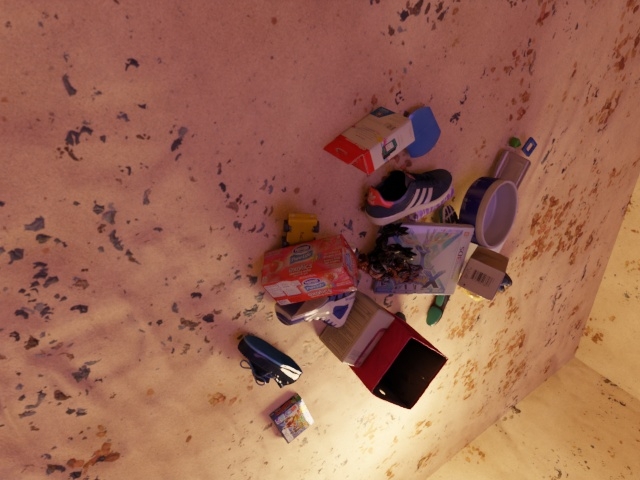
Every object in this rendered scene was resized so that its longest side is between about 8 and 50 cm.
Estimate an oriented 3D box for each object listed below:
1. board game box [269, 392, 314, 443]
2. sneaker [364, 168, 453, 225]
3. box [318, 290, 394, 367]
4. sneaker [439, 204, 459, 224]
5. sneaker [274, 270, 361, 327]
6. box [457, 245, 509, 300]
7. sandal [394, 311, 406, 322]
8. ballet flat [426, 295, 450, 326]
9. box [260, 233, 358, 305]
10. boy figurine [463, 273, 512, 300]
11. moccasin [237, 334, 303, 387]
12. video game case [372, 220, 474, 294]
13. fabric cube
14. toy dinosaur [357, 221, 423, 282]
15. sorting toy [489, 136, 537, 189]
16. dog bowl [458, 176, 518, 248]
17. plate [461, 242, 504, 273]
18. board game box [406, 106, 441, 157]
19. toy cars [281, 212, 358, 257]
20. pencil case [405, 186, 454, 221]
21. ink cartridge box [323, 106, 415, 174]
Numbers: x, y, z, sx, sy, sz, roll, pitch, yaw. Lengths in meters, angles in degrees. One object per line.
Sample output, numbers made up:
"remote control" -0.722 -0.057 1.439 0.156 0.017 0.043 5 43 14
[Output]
"board game box" -0.109 0.701 1.942 0.136 0.035 0.201 -34 134 -18
"sneaker" 0.300 -0.180 1.622 0.349 0.131 0.148 -29 137 -22
"box" 0.132 0.321 1.807 0.232 0.148 0.126 -54 137 4
"sneaker" 0.468 -0.005 1.901 0.107 0.109 0.276 -30 124 -42
"sneaker" 0.011 0.232 1.659 0.315 0.127 0.182 -24 129 -29
"box" 0.650 0.121 1.961 0.311 0.147 0.121 -23 136 -66
"sandal" 0.334 0.408 2.116 0.097 0.054 0.255 -27 123 -34
"ballet flat" 0.529 0.289 2.181 0.074 0.074 0.203 -2 117 -39
"box" -0.030 0.088 1.438 0.256 0.123 0.128 -14 140 19
"boy figurine" 0.768 0.224 2.320 0.285 0.092 0.177 -8 148 -33
"moccasin" -0.171 0.424 1.631 0.117 0.138 0.342 -44 136 -1
"video game case" 0.376 0.071 1.829 0.328 0.036 0.300 2 119 -12
"fabric cube" 0.272 0.441 1.894 0.254 0.258 0.259 33 94 -36
"toy dinosaur" 0.218 0.070 1.697 0.321 0.164 0.218 -3 140 -36
"sorting toy" 0.752 -0.265 2.013 0.195 0.047 0.348 9 111 -39
"dog bowl" 0.642 -0.107 1.888 0.264 0.104 0.265 -18 117 -40
"plate" 0.704 0.025 2.167 0.277 0.045 0.278 9 112 -43
"board game box" 0.313 -0.350 1.594 0.133 0.033 0.169 -43 132 -2
"toy cars" 0.000 0.000 1.515 0.176 0.087 0.393 -20 146 29
"pencil case" 0.377 -0.146 1.748 0.206 0.086 0.088 -33 122 -22
"ink cartridge box" 0.139 -0.277 1.419 0.231 0.134 0.078 -37 136 -14
